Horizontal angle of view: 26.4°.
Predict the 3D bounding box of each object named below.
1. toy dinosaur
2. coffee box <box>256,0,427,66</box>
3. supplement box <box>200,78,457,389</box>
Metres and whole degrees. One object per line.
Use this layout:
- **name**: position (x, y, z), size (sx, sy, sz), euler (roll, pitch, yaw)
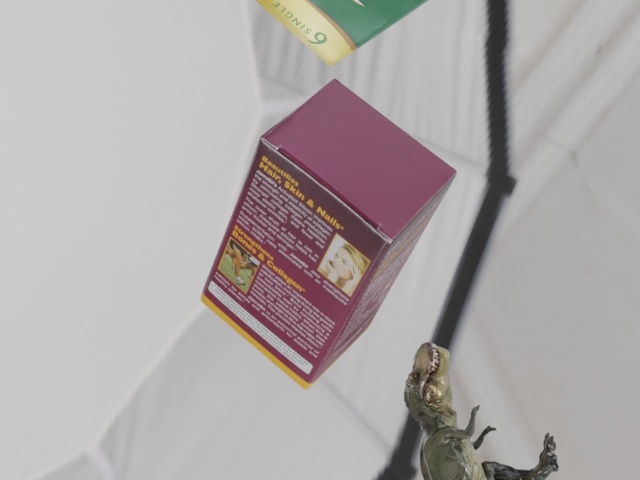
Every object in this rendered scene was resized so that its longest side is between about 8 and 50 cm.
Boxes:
- **toy dinosaur**: position (0.138, 0.212, 1.099), size (0.064, 0.118, 0.268), euler (75, 7, -68)
- **coffee box**: position (0.032, -0.156, 0.557), size (0.184, 0.113, 0.040), euler (-28, -146, 37)
- **supplement box**: position (0.000, 0.000, 0.900), size (0.081, 0.104, 0.188), euler (-43, 167, -37)
